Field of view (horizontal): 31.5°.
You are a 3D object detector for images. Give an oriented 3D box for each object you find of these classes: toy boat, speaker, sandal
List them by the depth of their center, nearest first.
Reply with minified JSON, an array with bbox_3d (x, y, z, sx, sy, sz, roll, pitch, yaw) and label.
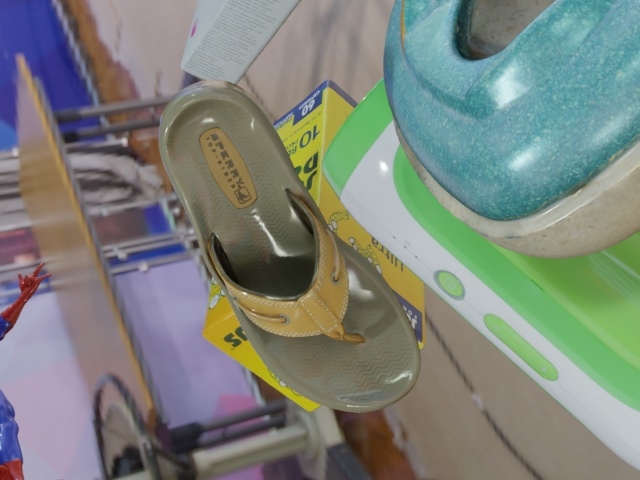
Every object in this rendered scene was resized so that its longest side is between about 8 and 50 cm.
[{"bbox_3d":[-0.017,0.008,0.527,0.180,0.072,0.049,59,180,-10],"label":"sandal"},{"bbox_3d":[0.143,-0.158,0.533,0.318,0.148,0.267,-46,30,15],"label":"toy boat"},{"bbox_3d":[0.144,0.014,0.704,0.296,0.131,0.131,42,146,9],"label":"speaker"}]

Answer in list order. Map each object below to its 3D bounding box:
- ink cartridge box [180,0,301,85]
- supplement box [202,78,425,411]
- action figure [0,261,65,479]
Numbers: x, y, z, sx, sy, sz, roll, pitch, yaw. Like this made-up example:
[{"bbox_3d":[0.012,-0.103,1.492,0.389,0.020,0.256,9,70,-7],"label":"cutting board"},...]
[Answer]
[{"bbox_3d":[-0.021,-0.351,1.051,0.330,0.071,0.324,140,145,-59],"label":"ink cartridge box"},{"bbox_3d":[0.000,0.000,1.452,0.194,0.195,0.356,-35,32,30],"label":"supplement box"},{"bbox_3d":[-0.282,0.101,0.981,0.139,0.091,0.280,-54,44,6],"label":"action figure"}]
